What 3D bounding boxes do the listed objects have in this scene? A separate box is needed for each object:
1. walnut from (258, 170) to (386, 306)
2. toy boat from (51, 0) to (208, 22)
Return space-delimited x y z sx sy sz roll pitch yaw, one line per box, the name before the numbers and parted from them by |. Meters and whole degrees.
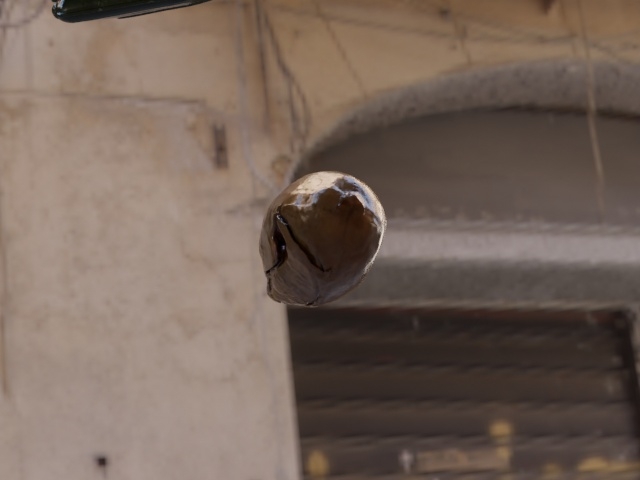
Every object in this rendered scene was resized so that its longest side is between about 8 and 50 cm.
walnut | 0.000 0.000 1.587 0.137 0.137 0.245 -2 -16 -13
toy boat | -0.144 -0.235 1.323 0.210 0.052 0.104 -9 25 11
